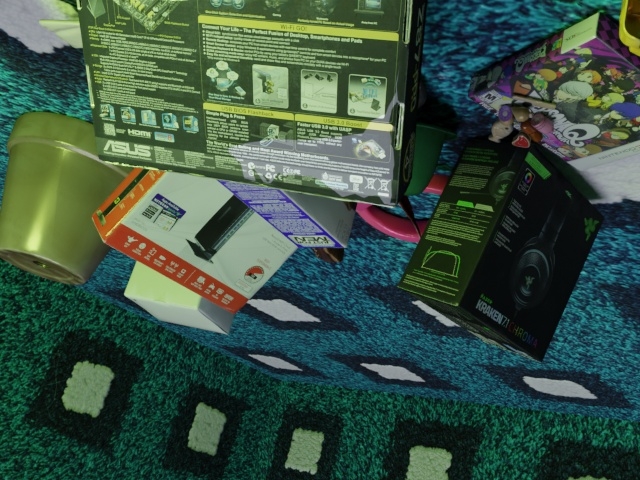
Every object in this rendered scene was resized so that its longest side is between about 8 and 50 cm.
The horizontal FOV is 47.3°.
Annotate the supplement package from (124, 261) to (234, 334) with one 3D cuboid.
[{"bbox_3d":[-0.259,0.027,1.568,0.178,0.292,0.175,9,158,20],"label":"supplement package"}]

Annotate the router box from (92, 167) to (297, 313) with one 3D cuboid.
[{"bbox_3d":[-0.175,-0.056,1.301,0.335,0.301,0.082,37,-171,-45],"label":"router box"}]

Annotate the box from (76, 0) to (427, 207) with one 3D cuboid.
[{"bbox_3d":[-0.084,-0.220,0.835,0.395,0.097,0.318,9,123,15],"label":"box"}]

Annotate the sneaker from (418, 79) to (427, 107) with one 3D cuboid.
[{"bbox_3d":[0.029,-0.194,1.004,0.229,0.132,0.086,20,159,-10],"label":"sneaker"}]

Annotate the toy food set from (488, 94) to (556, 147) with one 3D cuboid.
[{"bbox_3d":[0.271,-0.151,0.979,0.078,0.019,0.122,15,163,8],"label":"toy food set"}]

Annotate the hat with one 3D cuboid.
[{"bbox_3d":[0.120,-0.077,1.108,0.209,0.183,0.173,5,-179,-26],"label":"hat"}]

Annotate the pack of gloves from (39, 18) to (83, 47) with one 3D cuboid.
[{"bbox_3d":[-0.269,-0.300,1.111,0.232,0.046,0.195,9,170,27],"label":"pack of gloves"}]

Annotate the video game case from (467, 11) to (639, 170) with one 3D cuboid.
[{"bbox_3d":[0.345,-0.178,0.939,0.232,0.041,0.210,26,158,-25],"label":"video game case"}]

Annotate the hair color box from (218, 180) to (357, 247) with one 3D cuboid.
[{"bbox_3d":[-0.058,-0.139,1.137,0.110,0.185,0.339,1,155,32],"label":"hair color box"}]

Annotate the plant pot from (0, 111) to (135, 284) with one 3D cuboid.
[{"bbox_3d":[-0.540,-0.070,1.550,0.323,0.280,0.323,14,159,6],"label":"plant pot"}]

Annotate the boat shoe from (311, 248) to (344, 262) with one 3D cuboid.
[{"bbox_3d":[0.000,0.000,1.620,0.073,0.073,0.207,8,158,15],"label":"boat shoe"}]

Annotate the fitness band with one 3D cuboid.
[{"bbox_3d":[0.178,-0.062,1.354,0.209,0.054,0.291,23,160,-19],"label":"fitness band"}]

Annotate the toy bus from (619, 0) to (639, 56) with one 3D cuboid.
[{"bbox_3d":[0.399,-0.207,0.717,0.220,0.149,0.211,14,176,11],"label":"toy bus"}]

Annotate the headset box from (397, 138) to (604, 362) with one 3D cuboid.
[{"bbox_3d":[0.294,0.008,1.145,0.246,0.283,0.131,33,169,-37],"label":"headset box"}]
